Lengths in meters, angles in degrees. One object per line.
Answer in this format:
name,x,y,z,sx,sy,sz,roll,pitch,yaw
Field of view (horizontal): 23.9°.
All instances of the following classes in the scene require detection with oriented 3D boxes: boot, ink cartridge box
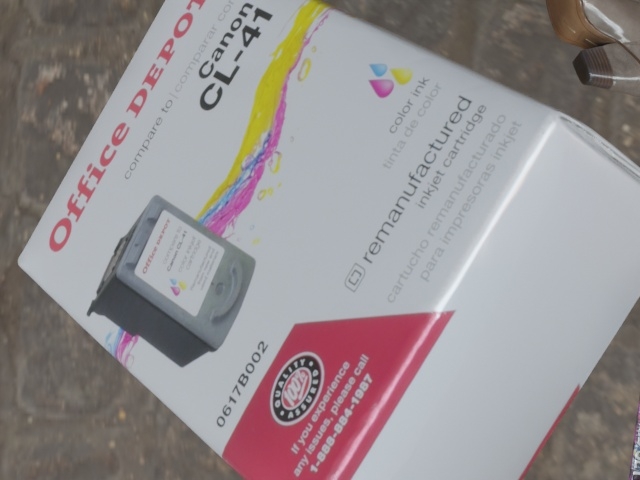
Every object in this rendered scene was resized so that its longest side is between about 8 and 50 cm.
boot,0.208,-0.152,1.044,0.087,0.042,0.118,-9,78,-21
ink cartridge box,0.000,0.000,0.800,0.131,0.306,0.226,28,94,-45

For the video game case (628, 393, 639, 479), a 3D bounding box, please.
video game case,0.325,0.163,1.064,0.210,0.042,0.232,8,88,17
